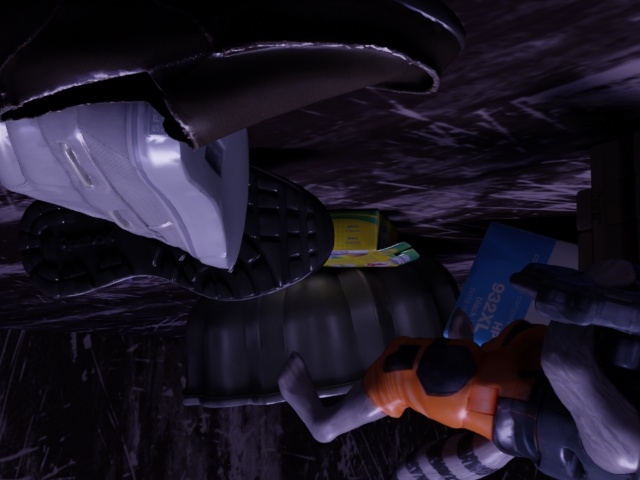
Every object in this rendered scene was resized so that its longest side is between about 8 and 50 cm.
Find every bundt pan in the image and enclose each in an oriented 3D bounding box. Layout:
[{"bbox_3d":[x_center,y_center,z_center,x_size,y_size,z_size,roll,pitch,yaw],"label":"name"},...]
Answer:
[{"bbox_3d":[0.002,0.086,1.310,0.331,0.124,0.331,-10,-179,0],"label":"bundt pan"}]

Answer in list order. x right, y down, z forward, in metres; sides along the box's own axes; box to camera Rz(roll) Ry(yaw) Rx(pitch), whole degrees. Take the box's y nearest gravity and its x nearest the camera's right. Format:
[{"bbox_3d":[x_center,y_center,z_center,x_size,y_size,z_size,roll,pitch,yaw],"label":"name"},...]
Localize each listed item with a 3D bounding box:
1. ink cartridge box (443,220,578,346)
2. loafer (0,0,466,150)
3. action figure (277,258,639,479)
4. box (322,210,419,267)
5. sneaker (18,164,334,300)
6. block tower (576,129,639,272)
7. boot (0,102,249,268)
[{"bbox_3d":[0.300,0.117,1.156,0.307,0.129,0.223,17,162,27],"label":"ink cartridge box"},{"bbox_3d":[-0.046,-0.076,0.539,0.220,0.078,0.080,2,171,-3],"label":"loafer"},{"bbox_3d":[0.191,0.107,0.826,0.341,0.178,0.330,8,175,-43],"label":"action figure"},{"bbox_3d":[0.000,0.000,1.155,0.179,0.043,0.105,1,171,13],"label":"box"},{"bbox_3d":[-0.097,-0.015,0.965,0.283,0.107,0.124,0,-173,33],"label":"sneaker"},{"bbox_3d":[0.280,-0.038,0.714,0.097,0.091,0.335,3,171,-23],"label":"block tower"},{"bbox_3d":[-0.117,-0.050,0.734,0.123,0.095,0.258,6,163,7],"label":"boot"}]
